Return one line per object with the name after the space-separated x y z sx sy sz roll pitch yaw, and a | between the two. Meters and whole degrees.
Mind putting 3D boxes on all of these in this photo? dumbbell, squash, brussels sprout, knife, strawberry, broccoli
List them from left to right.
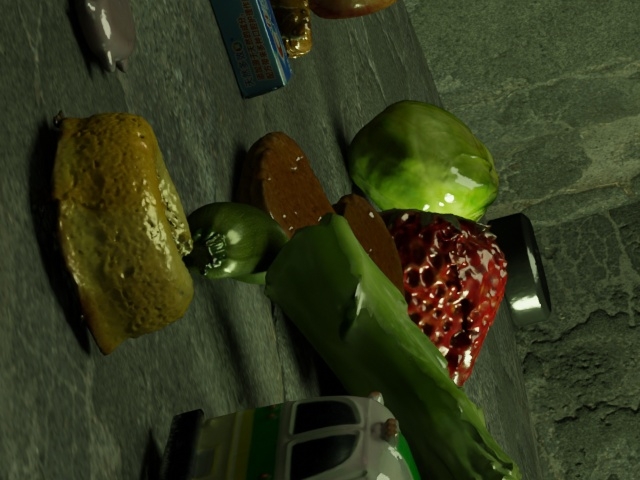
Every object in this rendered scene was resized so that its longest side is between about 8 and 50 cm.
-0.206 -0.322 1.429 0.132 0.038 0.399 -27 101 -77 | knife
-0.073 0.002 1.581 0.258 0.069 0.069 18 57 -79 | squash
0.125 0.084 2.263 0.205 0.205 0.245 4 91 -80 | strawberry
0.085 0.186 1.518 0.397 0.274 0.353 66 -15 -18 | broccoli
0.144 -0.098 2.536 0.223 0.223 0.161 -64 176 -76 | brussels sprout
0.195 0.059 2.541 0.152 0.218 0.153 -14 90 -80 | dumbbell

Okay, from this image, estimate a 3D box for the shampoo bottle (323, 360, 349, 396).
0.047 0.170 1.959 0.309 0.071 0.098 -95 166 -48 | shampoo bottle

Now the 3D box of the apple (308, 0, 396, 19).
0.037 -0.396 2.410 0.188 0.211 0.211 -103 173 -61 | apple

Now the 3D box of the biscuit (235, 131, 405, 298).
-0.002 0.001 1.902 0.277 0.052 0.262 52 23 -31 | biscuit

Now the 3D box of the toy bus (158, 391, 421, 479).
0.011 0.261 1.293 0.143 0.179 0.305 -86 158 -64 | toy bus

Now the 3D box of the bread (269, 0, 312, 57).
-0.049 -0.266 2.112 0.233 0.076 0.105 -100 -177 -68 | bread

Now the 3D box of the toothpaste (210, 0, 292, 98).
-0.095 -0.289 1.951 0.066 0.053 0.272 -72 145 -73 | toothpaste

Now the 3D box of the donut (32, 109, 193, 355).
-0.133 -0.019 1.251 0.181 0.078 0.146 -83 158 -70 | donut
